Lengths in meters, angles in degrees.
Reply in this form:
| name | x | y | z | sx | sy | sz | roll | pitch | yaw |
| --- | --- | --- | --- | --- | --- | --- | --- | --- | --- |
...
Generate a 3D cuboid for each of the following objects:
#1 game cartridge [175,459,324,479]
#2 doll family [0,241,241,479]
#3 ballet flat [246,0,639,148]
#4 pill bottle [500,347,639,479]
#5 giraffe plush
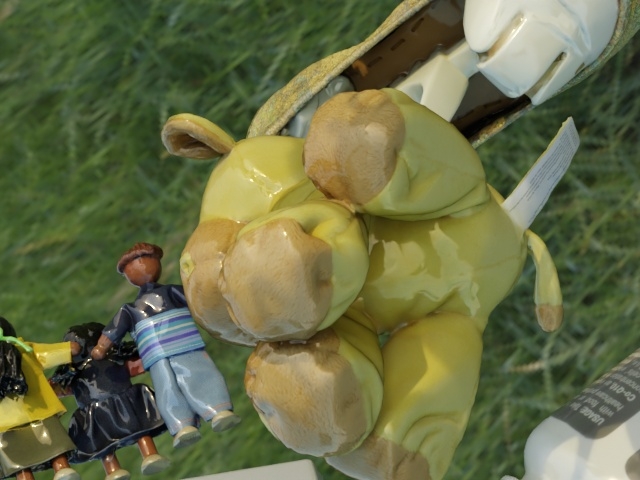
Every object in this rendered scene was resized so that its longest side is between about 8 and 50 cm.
| name | x | y | z | sx | sy | sz | roll | pitch | yaw |
| --- | --- | --- | --- | --- | --- | --- | --- | --- | --- |
| game cartridge | -0.083 | 0.309 | 1.223 | 0.196 | 0.294 | 0.060 | -15 | 125 | 22 |
| doll family | -0.133 | 0.075 | 0.800 | 0.076 | 0.193 | 0.111 | 110 | 139 | -61 |
| ballet flat | 0.085 | -0.104 | 0.903 | 0.348 | 0.123 | 0.123 | -34 | 99 | 28 |
| pill bottle | 0.292 | 0.182 | 1.186 | 0.204 | 0.361 | 0.204 | 53 | 171 | 12 |
| giraffe plush | 0.000 | 0.000 | 0.719 | 0.170 | 0.210 | 0.181 | 12 | 129 | 42 |
